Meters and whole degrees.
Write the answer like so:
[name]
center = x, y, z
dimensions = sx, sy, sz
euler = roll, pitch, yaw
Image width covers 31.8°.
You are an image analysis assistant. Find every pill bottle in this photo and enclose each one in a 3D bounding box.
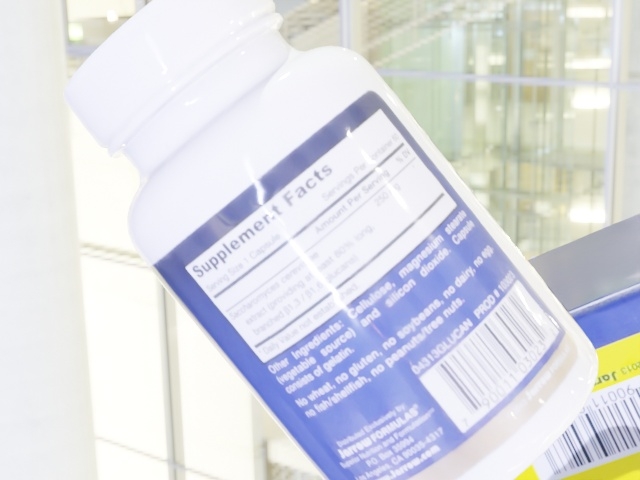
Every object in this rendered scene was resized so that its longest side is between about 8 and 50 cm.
[pill bottle]
center = 0.000, 0.000, 0.352
dimensions = 0.094, 0.169, 0.094
euler = -39, -176, 3

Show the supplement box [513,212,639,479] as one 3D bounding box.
[supplement box]
center = 0.215, 0.189, 0.752
dimensions = 0.195, 0.357, 0.194
euler = -25, -175, 22
